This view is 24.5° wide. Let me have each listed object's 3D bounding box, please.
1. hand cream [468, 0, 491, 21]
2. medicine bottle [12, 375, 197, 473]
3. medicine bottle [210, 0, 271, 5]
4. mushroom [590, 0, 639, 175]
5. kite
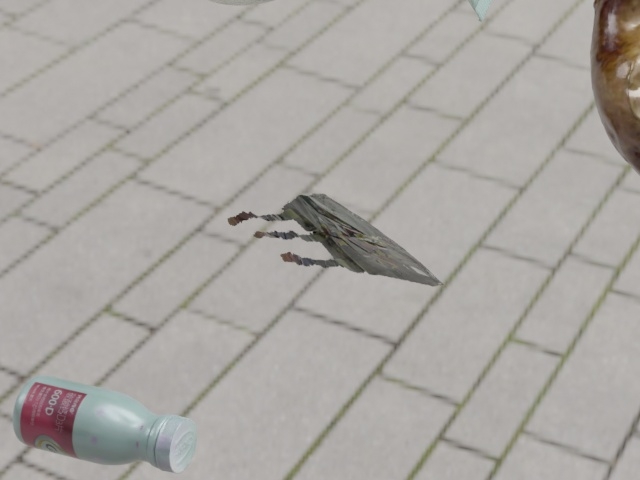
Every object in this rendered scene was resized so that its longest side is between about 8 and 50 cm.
[{"bbox_3d":[0.097,-0.329,1.308,0.067,0.321,0.109,12,70,35],"label":"hand cream"},{"bbox_3d":[-0.259,0.225,1.776,0.217,0.090,0.090,10,32,23],"label":"medicine bottle"},{"bbox_3d":[-0.067,-0.295,1.207,0.103,0.186,0.103,-5,34,3],"label":"medicine bottle"},{"bbox_3d":[0.326,-0.112,1.003,0.267,0.267,0.254,-2,12,-12],"label":"mushroom"},{"bbox_3d":[0.001,-0.001,1.296,0.245,0.141,0.015,0,53,59],"label":"kite"}]
